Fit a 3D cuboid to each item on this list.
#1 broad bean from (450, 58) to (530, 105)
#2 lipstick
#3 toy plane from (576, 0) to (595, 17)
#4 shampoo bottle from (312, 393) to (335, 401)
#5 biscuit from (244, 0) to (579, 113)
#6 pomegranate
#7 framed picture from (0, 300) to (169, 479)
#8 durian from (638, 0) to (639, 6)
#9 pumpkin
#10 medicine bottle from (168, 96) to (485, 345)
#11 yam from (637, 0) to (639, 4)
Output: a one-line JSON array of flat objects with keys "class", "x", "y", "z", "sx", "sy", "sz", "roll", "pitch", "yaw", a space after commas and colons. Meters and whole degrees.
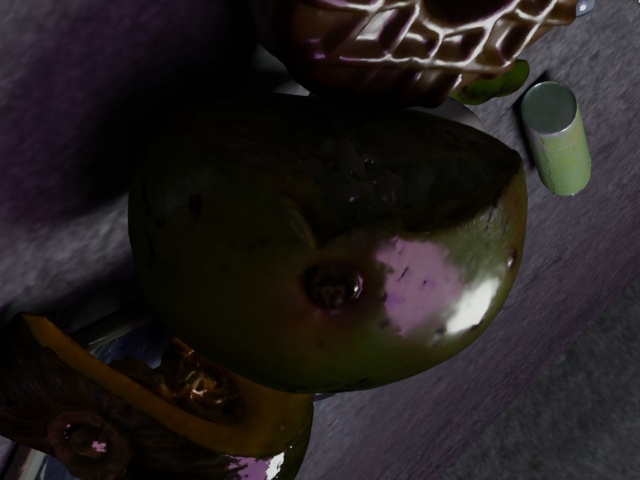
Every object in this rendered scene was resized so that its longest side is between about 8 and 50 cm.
[{"class": "broad bean", "x": 0.168, "y": -0.172, "z": 1.851, "sx": 0.069, "sy": 0.039, "sz": 0.227, "roll": -57, "pitch": 160, "yaw": 15}, {"class": "lipstick", "x": 0.301, "y": -0.126, "z": 2.214, "sx": 0.076, "sy": 0.076, "sz": 0.304, "roll": -46, "pitch": 162, "yaw": -1}, {"class": "toy plane", "x": 0.305, "y": -0.325, "z": 1.758, "sx": 0.169, "sy": 0.078, "sz": 0.246, "roll": -13, "pitch": 153, "yaw": -8}, {"class": "shampoo bottle", "x": 0.022, "y": 0.119, "z": 2.120, "sx": 0.309, "sy": 0.071, "sz": 0.098, "roll": -50, "pitch": 165, "yaw": 21}, {"class": "biscuit", "x": 0.080, "y": -0.214, "z": 1.336, "sx": 0.366, "sy": 0.115, "sz": 0.268, "roll": 2, "pitch": 133, "yaw": -50}, {"class": "pomegranate", "x": 0.000, "y": 0.000, "z": 1.410, "sx": 0.358, "sy": 0.309, "sz": 0.216, "roll": -104, "pitch": -162, "yaw": -74}, {"class": "framed picture", "x": -0.214, "y": 0.169, "z": 1.753, "sx": 0.247, "sy": 0.022, "sz": 0.335, "roll": -26, "pitch": 154, "yaw": -49}, {"class": "durian", "x": 0.308, "y": -0.381, "z": 1.540, "sx": 0.305, "sy": 0.185, "sz": 0.195, "roll": -52, "pitch": 143, "yaw": 6}, {"class": "pumpkin", "x": -0.142, "y": 0.137, "z": 1.513, "sx": 0.139, "sy": 0.280, "sz": 0.190, "roll": -53, "pitch": -179, "yaw": 36}, {"class": "medicine bottle", "x": 0.009, "y": 0.017, "z": 1.717, "sx": 0.375, "sy": 0.123, "sz": 0.282, "roll": -37, "pitch": 151, "yaw": -30}, {"class": "yam", "x": 0.492, "y": -0.351, "z": 2.076, "sx": 0.238, "sy": 0.129, "sz": 0.128, "roll": -41, "pitch": 127, "yaw": -18}]
